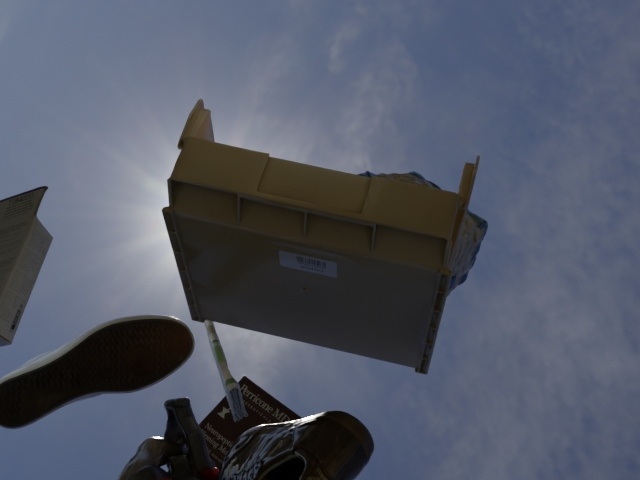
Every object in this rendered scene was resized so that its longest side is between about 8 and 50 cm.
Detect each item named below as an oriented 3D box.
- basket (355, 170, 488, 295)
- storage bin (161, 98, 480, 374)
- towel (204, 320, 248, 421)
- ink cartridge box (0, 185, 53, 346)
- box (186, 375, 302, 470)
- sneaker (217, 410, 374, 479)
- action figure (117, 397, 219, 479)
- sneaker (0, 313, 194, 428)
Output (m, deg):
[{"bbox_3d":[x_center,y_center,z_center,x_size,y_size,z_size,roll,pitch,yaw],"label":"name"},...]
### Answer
[{"bbox_3d":[0.109,0.014,1.461,0.255,0.289,0.201,42,-52,32],"label":"basket"},{"bbox_3d":[0.000,0.000,0.887,0.262,0.260,0.123,13,-120,8],"label":"storage bin"},{"bbox_3d":[-0.143,0.179,1.351,0.023,0.113,0.152,-16,-126,-11],"label":"towel"},{"bbox_3d":[-0.453,0.049,1.195,0.223,0.045,0.224,-14,-132,30],"label":"ink cartridge box"},{"bbox_3d":[-0.124,0.385,1.591,0.168,0.167,0.203,30,-114,30],"label":"box"},{"bbox_3d":[-0.039,0.181,0.699,0.071,0.066,0.188,-39,180,-44],"label":"sneaker"},{"bbox_3d":[-0.182,0.355,0.931,0.330,0.179,0.341,-40,-116,36],"label":"action figure"},{"bbox_3d":[-0.321,0.170,1.295,0.290,0.105,0.123,-18,-174,-7],"label":"sneaker"}]
